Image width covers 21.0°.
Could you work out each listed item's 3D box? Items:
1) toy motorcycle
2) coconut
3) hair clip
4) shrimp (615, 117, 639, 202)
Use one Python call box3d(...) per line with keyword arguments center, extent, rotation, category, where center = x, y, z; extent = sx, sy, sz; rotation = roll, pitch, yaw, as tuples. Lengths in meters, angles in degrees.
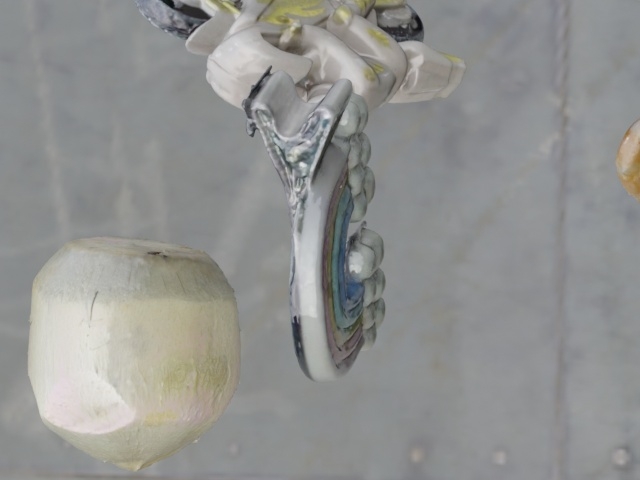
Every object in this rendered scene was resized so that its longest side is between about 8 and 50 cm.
box3d(center=(-0.005, -0.182, 1.642), extent=(0.223, 0.341, 0.108), rotation=(55, 130, 31), category="toy motorcycle")
box3d(center=(-0.191, 0.115, 1.748), extent=(0.227, 0.227, 0.230), rotation=(11, 99, 50), category="coconut")
box3d(center=(0.000, 0.000, 1.021), extent=(0.054, 0.140, 0.220), rotation=(2, 125, 15), category="hair clip")
box3d(center=(0.367, -0.067, 1.588), extent=(0.133, 0.236, 0.053), rotation=(-54, 37, 15), category="shrimp")
